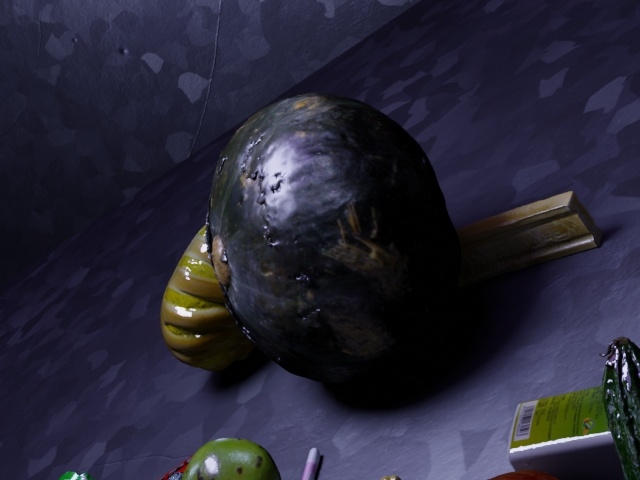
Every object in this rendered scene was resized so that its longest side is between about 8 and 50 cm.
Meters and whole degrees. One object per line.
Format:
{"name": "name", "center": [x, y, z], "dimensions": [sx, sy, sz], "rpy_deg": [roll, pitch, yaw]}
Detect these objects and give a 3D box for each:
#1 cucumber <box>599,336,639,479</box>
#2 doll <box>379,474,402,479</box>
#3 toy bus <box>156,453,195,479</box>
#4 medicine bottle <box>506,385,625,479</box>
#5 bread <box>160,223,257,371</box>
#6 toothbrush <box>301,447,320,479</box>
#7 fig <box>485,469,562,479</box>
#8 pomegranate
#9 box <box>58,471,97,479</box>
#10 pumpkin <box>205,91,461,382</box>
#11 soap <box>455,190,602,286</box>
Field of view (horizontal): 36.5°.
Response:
{"name": "cucumber", "center": [0.309, 0.216, 0.863], "dimensions": [0.077, 0.077, 0.265], "rpy_deg": [-29, 61, 23]}
{"name": "doll", "center": [0.045, 0.422, 1.046], "dimensions": [0.160, 0.094, 0.365], "rpy_deg": [-32, 22, 25]}
{"name": "toy bus", "center": [-0.251, 0.422, 1.530], "dimensions": [0.195, 0.081, 0.089], "rpy_deg": [-37, 12, 5]}
{"name": "medicine bottle", "center": [0.304, 0.216, 0.987], "dimensions": [0.188, 0.132, 0.088], "rpy_deg": [-20, 27, 35]}
{"name": "bread", "center": [-0.156, 0.095, 1.772], "dimensions": [0.160, 0.333, 0.333], "rpy_deg": [30, 63, 22]}
{"name": "toothbrush", "center": [-0.038, 0.395, 1.325], "dimensions": [0.025, 0.020, 0.286], "rpy_deg": [-16, 31, 27]}
{"name": "fig", "center": [0.196, 0.317, 0.917], "dimensions": [0.205, 0.205, 0.205], "rpy_deg": [-32, 23, 15]}
{"name": "pomegranate", "center": [-0.110, 0.368, 1.339], "dimensions": [0.156, 0.156, 0.220], "rpy_deg": [-41, 41, -6]}
{"name": "box", "center": [-0.296, 0.451, 1.317], "dimensions": [0.180, 0.250, 0.103], "rpy_deg": [-53, 10, -26]}
{"name": "pumpkin", "center": [0.000, 0.000, 1.477], "dimensions": [0.344, 0.454, 0.454], "rpy_deg": [-18, 12, -26]}
{"name": "soap", "center": [0.292, 0.001, 1.478], "dimensions": [0.252, 0.092, 0.037], "rpy_deg": [-19, 31, 39]}
